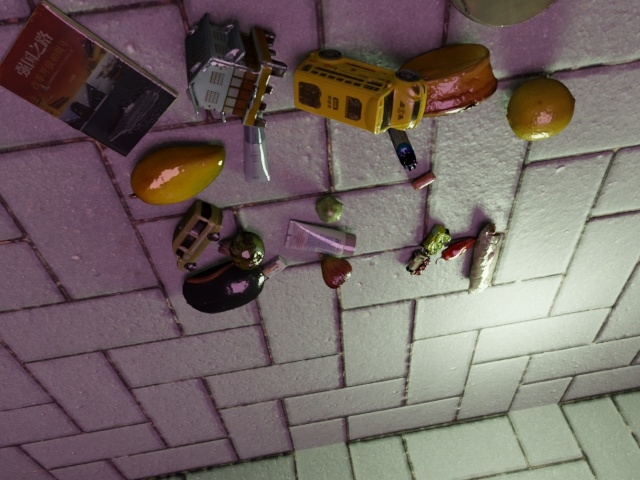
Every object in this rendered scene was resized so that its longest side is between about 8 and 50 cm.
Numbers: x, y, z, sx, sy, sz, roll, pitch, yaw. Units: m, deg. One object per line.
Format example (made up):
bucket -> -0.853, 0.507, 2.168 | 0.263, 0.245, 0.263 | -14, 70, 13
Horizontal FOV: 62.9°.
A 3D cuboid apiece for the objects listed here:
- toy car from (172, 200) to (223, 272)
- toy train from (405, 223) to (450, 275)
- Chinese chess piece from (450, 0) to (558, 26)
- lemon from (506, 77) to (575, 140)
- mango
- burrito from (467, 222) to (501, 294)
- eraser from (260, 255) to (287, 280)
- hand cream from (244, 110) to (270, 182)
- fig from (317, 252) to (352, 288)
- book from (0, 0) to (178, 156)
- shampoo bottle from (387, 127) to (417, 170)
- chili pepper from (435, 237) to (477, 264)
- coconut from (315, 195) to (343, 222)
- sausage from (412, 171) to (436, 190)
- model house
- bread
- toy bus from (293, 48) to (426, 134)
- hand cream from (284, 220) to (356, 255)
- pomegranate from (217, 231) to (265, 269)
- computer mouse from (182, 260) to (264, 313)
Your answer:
toy car -> -0.424, -0.011, 1.730 | 0.124, 0.101, 0.257 | 27, 123, -28
toy train -> 0.408, 0.043, 2.006 | 0.085, 0.053, 0.250 | 17, 130, -16
Chinese chess piece -> 0.442, -0.681, 1.208 | 0.348, 0.147, 0.350 | -7, 136, -7
lemon -> 0.648, -0.384, 1.534 | 0.202, 0.179, 0.178 | -15, 136, 5
mango -> -0.422, -0.197, 1.538 | 0.316, 0.119, 0.177 | -22, 133, -3
burrito -> 0.652, 0.077, 2.076 | 0.117, 0.076, 0.392 | -30, 141, -22
eraser -> -0.185, 0.105, 1.950 | 0.122, 0.029, 0.052 | -32, 133, 20
hand cream -> -0.193, -0.271, 1.557 | 0.079, 0.048, 0.255 | -1, 138, -4
fig -> 0.055, 0.102, 1.947 | 0.118, 0.119, 0.153 | -19, 125, 7
book -> -0.599, -0.396, 1.354 | 0.262, 0.028, 0.373 | -38, 131, 26
shampoo bottle -> 0.243, -0.277, 1.547 | 0.050, 0.183, 0.087 | -21, 135, 11
chili pepper -> 0.522, 0.035, 2.022 | 0.191, 0.050, 0.059 | -29, 132, 0
coconut -> 0.033, -0.103, 1.751 | 0.096, 0.088, 0.088 | -23, 135, 18
sausage -> 0.347, -0.198, 1.757 | 0.083, 0.034, 0.034 | -31, 133, 20
model house -> -0.221, -0.416, 1.283 | 0.215, 0.224, 0.199 | 8, 135, -25
bread -> 0.337, -0.425, 1.412 | 0.269, 0.196, 0.143 | -17, 129, 6
toy bus -> 0.099, -0.374, 1.350 | 0.329, 0.152, 0.144 | 22, 138, 19
hand cream -> 0.000, 0.000, 1.863 | 0.247, 0.083, 0.133 | 11, 132, -8
pomegranate -> -0.273, 0.040, 1.796 | 0.163, 0.126, 0.138 | -12, 143, 1
computer mouse -> -0.356, 0.177, 1.909 | 0.323, 0.116, 0.183 | -21, 122, 15
